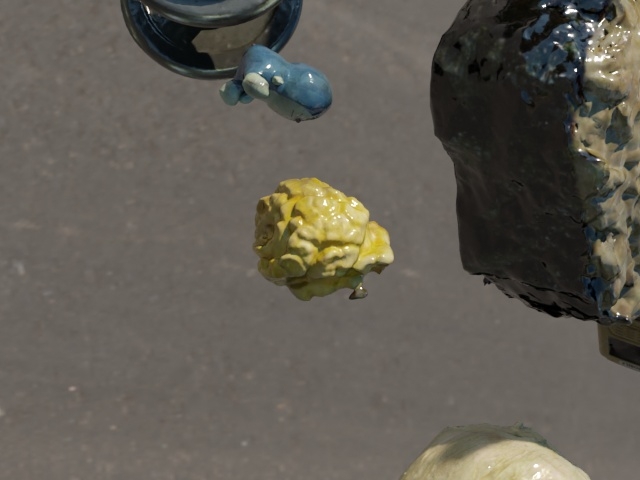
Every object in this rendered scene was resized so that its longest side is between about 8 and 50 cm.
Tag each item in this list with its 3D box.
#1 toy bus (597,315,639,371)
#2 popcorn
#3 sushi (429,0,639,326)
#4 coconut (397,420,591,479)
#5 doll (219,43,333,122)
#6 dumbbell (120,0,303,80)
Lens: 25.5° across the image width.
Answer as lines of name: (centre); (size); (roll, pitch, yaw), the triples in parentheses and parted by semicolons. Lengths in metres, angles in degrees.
toy bus: (0.461, 0.032, 1.818); (0.289, 0.139, 0.157); (-56, 153, -36)
popcorn: (0.000, 0.000, 1.742); (0.180, 0.180, 0.170); (-21, 88, -51)
sushi: (0.220, -0.073, 1.232); (0.211, 0.171, 0.350); (-44, 137, -30)
coconut: (0.221, 0.365, 1.720); (0.254, 0.297, 0.297); (-45, 116, -29)
doll: (-0.029, -0.121, 1.121); (0.083, 0.076, 0.050); (21, 84, -21)
dumbbell: (-0.108, -0.270, 1.389); (0.290, 0.192, 0.192); (105, -14, -74)
